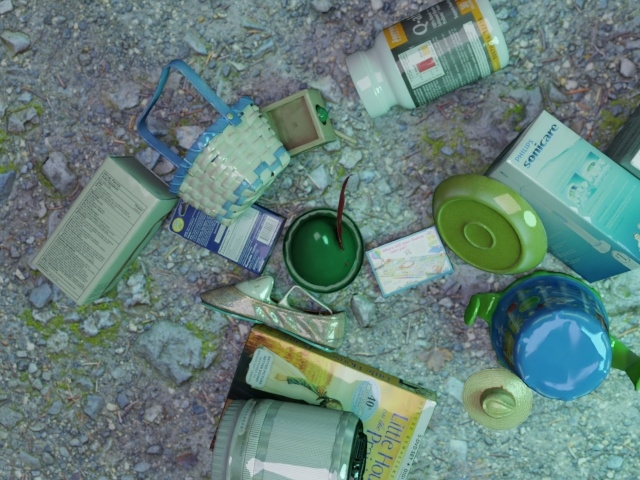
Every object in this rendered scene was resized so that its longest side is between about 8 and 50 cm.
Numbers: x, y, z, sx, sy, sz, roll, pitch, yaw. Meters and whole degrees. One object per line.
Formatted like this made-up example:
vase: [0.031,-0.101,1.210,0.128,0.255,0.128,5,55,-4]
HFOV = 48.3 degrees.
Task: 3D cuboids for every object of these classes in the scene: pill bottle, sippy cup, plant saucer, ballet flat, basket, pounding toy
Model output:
pill bottle: [0.199,-0.347,1.351,0.279,0.162,0.162,-23,93,12]
sippy cup: [0.440,0.188,1.342,0.306,0.224,0.240,-15,94,12]
plant saucer: [0.307,-0.018,1.351,0.241,0.241,0.037,43,61,3]
ballet flat: [-0.092,0.133,1.501,0.316,0.107,0.106,20,96,-3]
basket: [-0.224,-0.187,1.405,0.289,0.201,0.255,41,146,-8]
pounding toy: [-0.023,-0.232,1.449,0.141,0.100,0.130,-19,93,23]

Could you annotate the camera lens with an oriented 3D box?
camera lens: [-0.053,0.431,1.402,0.274,0.219,0.219,7,98,10]

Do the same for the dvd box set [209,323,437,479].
dvd box set: [0.001,0.392,1.531,0.421,0.062,0.307,22,101,7]

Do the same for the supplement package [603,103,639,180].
supplement package: [0.646,-0.160,1.238,0.199,0.263,0.198,35,101,4]

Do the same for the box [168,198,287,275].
box: [-0.200,-0.035,1.526,0.225,0.036,0.136,26,101,5]

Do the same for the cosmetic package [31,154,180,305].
cosmetic package: [-0.455,-0.024,1.528,0.153,0.129,0.296,42,103,4]

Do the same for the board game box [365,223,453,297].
board game box: [0.184,0.042,1.471,0.154,0.026,0.103,-21,93,12]

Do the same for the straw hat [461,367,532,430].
straw hat: [0.362,0.334,1.457,0.145,0.061,0.144,1,97,10]

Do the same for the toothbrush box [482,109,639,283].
toothbrush box: [0.451,-0.070,1.299,0.296,0.216,0.126,37,78,5]

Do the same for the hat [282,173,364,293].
hat: [0.000,0.000,1.404,0.173,0.183,0.208,-10,84,2]
